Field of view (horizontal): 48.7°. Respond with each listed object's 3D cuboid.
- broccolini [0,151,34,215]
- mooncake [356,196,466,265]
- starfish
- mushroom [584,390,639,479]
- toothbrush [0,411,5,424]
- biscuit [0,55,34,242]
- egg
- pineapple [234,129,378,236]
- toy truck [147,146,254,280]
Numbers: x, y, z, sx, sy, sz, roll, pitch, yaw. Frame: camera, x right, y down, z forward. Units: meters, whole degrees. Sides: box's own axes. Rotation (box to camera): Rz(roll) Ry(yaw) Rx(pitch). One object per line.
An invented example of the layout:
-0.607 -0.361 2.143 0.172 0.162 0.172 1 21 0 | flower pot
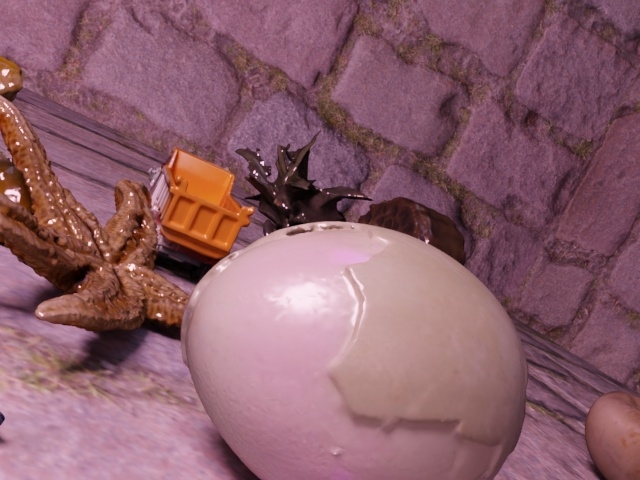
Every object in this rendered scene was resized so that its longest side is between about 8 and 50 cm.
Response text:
-0.280 -0.031 0.712 0.201 0.058 0.074 30 -8 8 | broccolini
0.133 0.033 1.244 0.124 0.228 0.228 29 3 -39 | mooncake
-0.174 0.009 0.619 0.327 0.094 0.375 32 11 -24 | starfish
0.441 0.247 0.898 0.206 0.209 0.206 8 -14 2 | mushroom
-0.252 0.040 0.366 0.219 0.019 0.016 28 0 13 | toothbrush
-0.329 -0.103 0.677 0.174 0.183 0.039 23 -29 -5 | biscuit
0.016 0.079 0.451 0.217 0.183 0.183 18 8 -17 | egg
-0.001 -0.001 0.815 0.165 0.165 0.364 21 27 -47 | pineapple
-0.172 -0.040 0.921 0.114 0.135 0.270 24 6 -20 | toy truck
